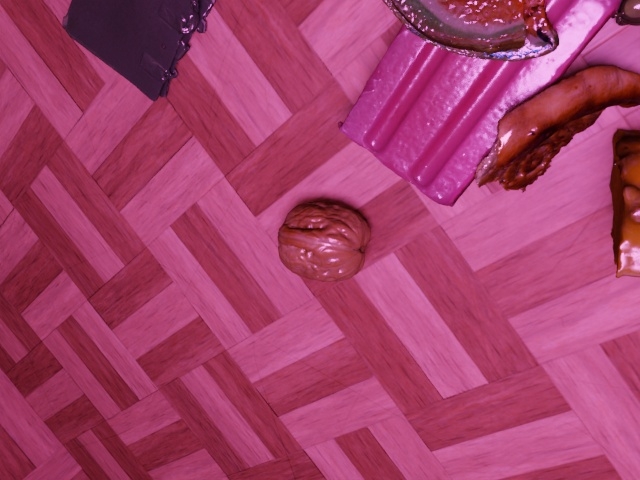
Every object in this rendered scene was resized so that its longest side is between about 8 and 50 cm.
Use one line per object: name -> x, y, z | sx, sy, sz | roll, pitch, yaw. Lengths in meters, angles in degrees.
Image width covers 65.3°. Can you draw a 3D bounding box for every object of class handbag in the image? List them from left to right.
handbag -> -0.360, -0.443, 0.982 | 0.260, 0.079, 0.247 | 42, 125, 0
handbag -> 0.448, -0.325, 0.665 | 0.111, 0.047, 0.072 | -26, 98, 30

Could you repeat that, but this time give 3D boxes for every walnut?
walnut -> 0.000, 0.000, 0.963 | 0.184, 0.155, 0.155 | 8, 115, 25

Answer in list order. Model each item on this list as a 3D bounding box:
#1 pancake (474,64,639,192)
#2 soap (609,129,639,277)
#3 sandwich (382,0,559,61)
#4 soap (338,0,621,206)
pancake -> 0.330, -0.158, 0.702 | 0.257, 0.212, 0.056 | -49, 55, 26
soap -> 0.527, -0.058, 0.630 | 0.281, 0.259, 0.142 | 2, 125, 26
sandwich -> 0.196, -0.303, 0.624 | 0.235, 0.079, 0.159 | 39, 122, 1
soap -> 0.217, -0.257, 0.758 | 0.233, 0.128, 0.359 | 38, 123, 5
